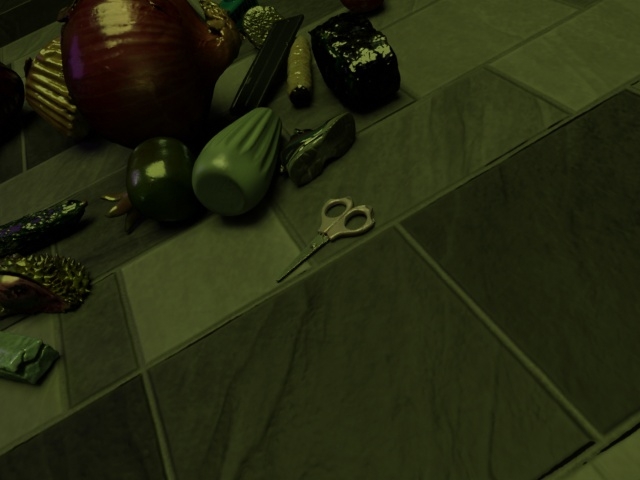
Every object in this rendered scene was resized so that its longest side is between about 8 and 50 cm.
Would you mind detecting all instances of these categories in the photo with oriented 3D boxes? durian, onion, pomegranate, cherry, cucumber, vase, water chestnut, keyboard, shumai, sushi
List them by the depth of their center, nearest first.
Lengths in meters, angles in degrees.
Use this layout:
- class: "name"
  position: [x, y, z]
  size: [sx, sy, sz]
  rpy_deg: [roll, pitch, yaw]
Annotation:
- class: "durian"
  position: [-0.489, 0.054, 0.831]
  size: [0.186, 0.108, 0.119]
  rpy_deg: [-7, 49, 14]
- class: "vase"
  position: [-0.134, -0.155, 0.879]
  size: [0.128, 0.128, 0.248]
  rpy_deg: [-1, 41, 19]
- class: "pomegranate"
  position: [-0.300, -0.092, 0.889]
  size: [0.191, 0.131, 0.152]
  rpy_deg: [-34, 49, 21]
- class: "cucumber"
  position: [-0.579, -0.009, 0.949]
  size: [0.293, 0.067, 0.067]
  rpy_deg: [-22, 47, -1]
- class: "onion"
  position: [-0.348, -0.336, 0.962]
  size: [0.353, 0.354, 0.354]
  rpy_deg: [-10, 48, 11]
- class: "sushi"
  position: [0.062, -0.358, 0.979]
  size: [0.127, 0.124, 0.225]
  rpy_deg: [-26, 53, -3]
- class: "keyboard"
  position: [-0.140, -0.353, 1.083]
  size: [0.103, 0.041, 0.381]
  rpy_deg: [6, 59, 38]
- class: "cherry"
  position: [0.150, -0.615, 1.200]
  size: [0.225, 0.090, 0.107]
  rpy_deg: [-13, 35, -3]
- class: "shumai"
  position: [-0.133, -0.513, 1.222]
  size: [0.099, 0.124, 0.087]
  rpy_deg: [-48, 9, 2]
- class: "water chestnut"
  position: [-0.926, -0.385, 1.282]
  size: [0.289, 0.289, 0.244]
  rpy_deg: [1, 20, 21]

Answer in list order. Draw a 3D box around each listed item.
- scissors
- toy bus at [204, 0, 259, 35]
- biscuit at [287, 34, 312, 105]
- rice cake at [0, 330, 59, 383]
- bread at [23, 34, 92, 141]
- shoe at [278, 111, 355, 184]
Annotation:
- class: "scissors"
  position: [0.000, 0.000, 0.768]
  size: [0.189, 0.015, 0.100]
  rpy_deg: [-44, 49, -16]
- class: "toy bus"
  position: [-0.231, -0.602, 1.317]
  size: [0.079, 0.092, 0.160]
  rpy_deg: [13, 56, 27]
- class: "biscuit"
  position: [-0.046, -0.370, 1.076]
  size: [0.055, 0.061, 0.219]
  rpy_deg: [4, 51, -6]
- class: "rice cake"
  position: [-0.567, 0.168, 0.794]
  size: [0.336, 0.063, 0.066]
  rpy_deg: [3, 44, 24]
- class: "bread"
  position: [-0.551, -0.374, 1.135]
  size: [0.149, 0.274, 0.274]
  rpy_deg: [28, 53, -14]
- class: "shoe"
  position: [-0.016, -0.179, 0.892]
  size: [0.169, 0.071, 0.099]
  rpy_deg: [-44, 48, -15]
